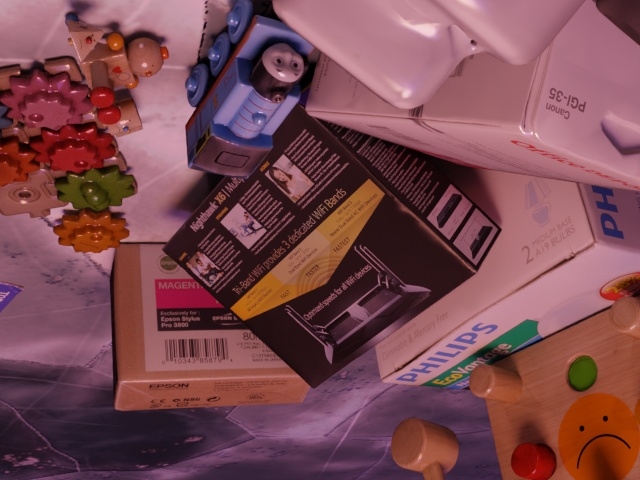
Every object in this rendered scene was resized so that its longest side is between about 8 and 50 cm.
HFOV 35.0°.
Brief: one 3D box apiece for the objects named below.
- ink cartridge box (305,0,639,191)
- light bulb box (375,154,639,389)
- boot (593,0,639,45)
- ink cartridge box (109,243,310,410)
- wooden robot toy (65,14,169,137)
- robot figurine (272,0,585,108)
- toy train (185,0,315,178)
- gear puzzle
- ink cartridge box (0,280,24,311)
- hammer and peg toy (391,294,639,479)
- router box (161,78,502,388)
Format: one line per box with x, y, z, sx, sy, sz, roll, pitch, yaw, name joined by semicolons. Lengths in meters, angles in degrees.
0.155;-0.125;0.850;0.207;0.117;0.283;15;-179;-35;ink cartridge box
0.290;0.015;1.174;0.361;0.225;0.358;10;147;-31;light bulb box
0.390;-0.317;0.668;0.146;0.367;0.445;38;118;4;boot
-0.137;0.103;1.250;0.235;0.193;0.088;-1;148;-15;ink cartridge box
-0.172;-0.149;0.923;0.079;0.076;0.173;-18;152;-5;wooden robot toy
0.118;-0.250;0.609;0.200;0.300;0.353;36;102;-11;robot figurine
-0.065;-0.139;0.925;0.080;0.105;0.184;9;147;-28;toy train
-0.290;-0.061;1.069;0.176;0.044;0.339;-9;151;2;gear puzzle
-0.404;0.083;0.876;0.224;0.045;0.223;13;145;-33;ink cartridge box
0.251;0.232;1.046;0.127;0.265;0.361;18;141;-39;hammer and peg toy
0.000;0.000;1.082;0.243;0.081;0.309;43;136;-5;router box
